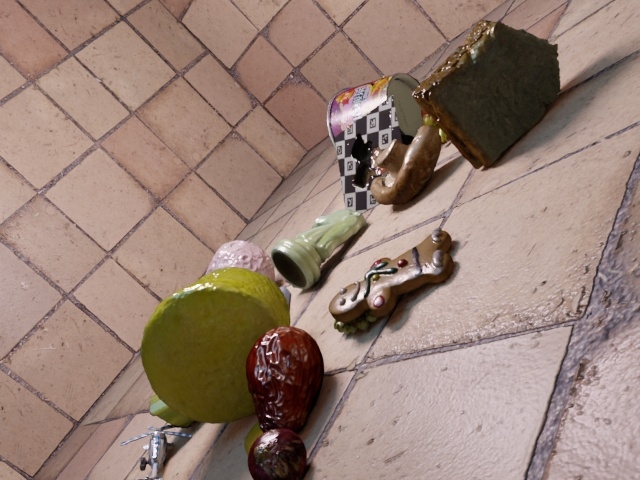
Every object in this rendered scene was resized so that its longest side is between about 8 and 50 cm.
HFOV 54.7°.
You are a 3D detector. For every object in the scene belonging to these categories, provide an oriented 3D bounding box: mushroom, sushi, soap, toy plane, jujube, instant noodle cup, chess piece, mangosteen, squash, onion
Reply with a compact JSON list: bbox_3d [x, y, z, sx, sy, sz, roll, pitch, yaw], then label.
[{"bbox_3d":[0.242,-0.188,1.764,0.286,0.156,0.151,-50,19,41],"label":"mushroom"},{"bbox_3d":[0.187,-0.264,2.067,0.339,0.068,0.320,-29,65,52],"label":"sushi"},{"bbox_3d":[-0.115,0.406,1.257,0.089,0.033,0.168,-49,14,-6],"label":"soap"},{"bbox_3d":[-0.425,0.579,1.639,0.182,0.107,0.273,-5,16,-28],"label":"toy plane"},{"bbox_3d":[-0.074,0.288,1.256,0.168,0.168,0.236,-38,34,30],"label":"jujube"},{"bbox_3d":[0.231,-0.438,2.247,0.266,0.340,0.340,-13,32,46],"label":"instant noodle cup"},{"bbox_3d":[0.000,0.000,1.916,0.298,0.176,0.176,-42,10,-25],"label":"chess piece"},{"bbox_3d":[0.380,-0.394,1.937,0.156,0.146,0.181,-24,25,52],"label":"mangosteen"},{"bbox_3d":[-0.322,0.428,1.735,0.287,0.137,0.137,-30,15,6],"label":"squash"},{"bbox_3d":[-0.074,0.383,1.080,0.107,0.097,0.107,-10,44,10],"label":"onion"}]

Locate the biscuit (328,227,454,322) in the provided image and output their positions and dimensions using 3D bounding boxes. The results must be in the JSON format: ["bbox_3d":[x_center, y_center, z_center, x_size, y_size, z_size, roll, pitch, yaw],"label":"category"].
[{"bbox_3d":[0.143,0.082,1.311,0.301,0.049,0.197,-30,18,19],"label":"biscuit"}]

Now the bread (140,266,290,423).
[{"bbox_3d":[-0.236,0.239,1.507,0.348,0.348,0.308,-43,7,9],"label":"bread"}]

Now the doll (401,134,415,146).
[{"bbox_3d":[0.300,-0.281,2.007,0.102,0.089,0.179,-38,38,30],"label":"doll"}]

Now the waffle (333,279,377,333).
[{"bbox_3d":[0.106,0.136,1.392,0.183,0.036,0.169,-50,16,-26],"label":"waffle"}]

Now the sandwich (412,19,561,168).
[{"bbox_3d":[0.417,-0.368,1.481,0.325,0.262,0.131,-45,18,1],"label":"sandwich"}]

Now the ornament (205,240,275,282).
[{"bbox_3d":[-0.277,0.129,2.183,0.259,0.225,0.259,-62,-2,-3],"label":"ornament"}]

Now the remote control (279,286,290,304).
[{"bbox_3d":[-0.138,0.208,1.923,0.087,0.047,0.244,-46,11,11],"label":"remote control"}]
